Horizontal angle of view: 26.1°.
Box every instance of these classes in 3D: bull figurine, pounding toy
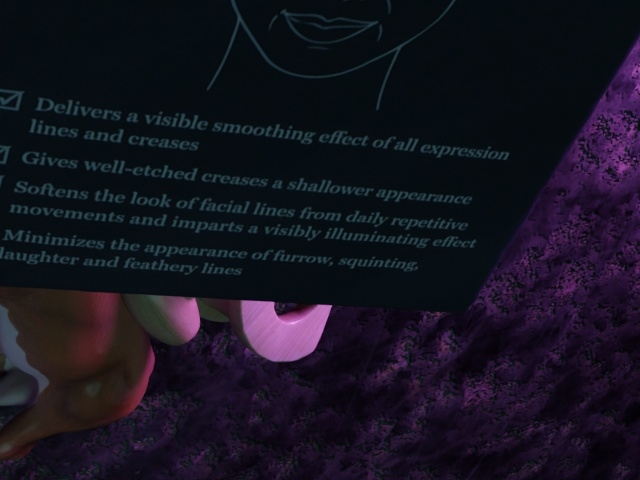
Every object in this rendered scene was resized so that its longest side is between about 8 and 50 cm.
[{"bbox_3d":[-0.185,0.022,0.854,0.188,0.101,0.310,-20,136,-15],"label":"bull figurine"},{"bbox_3d":[0.000,0.000,0.880,0.269,0.155,0.154,-40,138,-23],"label":"pounding toy"}]

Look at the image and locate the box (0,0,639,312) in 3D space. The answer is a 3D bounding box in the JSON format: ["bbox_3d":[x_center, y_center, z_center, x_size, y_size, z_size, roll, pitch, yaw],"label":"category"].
[{"bbox_3d":[-0.012,-0.173,0.610,0.293,0.212,0.395,5,137,-22],"label":"box"}]
